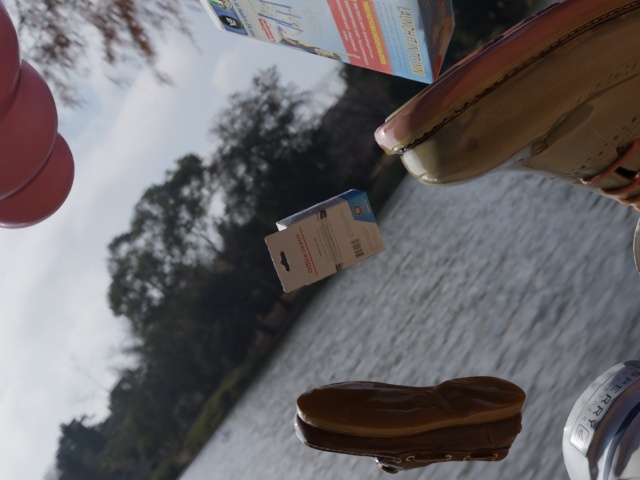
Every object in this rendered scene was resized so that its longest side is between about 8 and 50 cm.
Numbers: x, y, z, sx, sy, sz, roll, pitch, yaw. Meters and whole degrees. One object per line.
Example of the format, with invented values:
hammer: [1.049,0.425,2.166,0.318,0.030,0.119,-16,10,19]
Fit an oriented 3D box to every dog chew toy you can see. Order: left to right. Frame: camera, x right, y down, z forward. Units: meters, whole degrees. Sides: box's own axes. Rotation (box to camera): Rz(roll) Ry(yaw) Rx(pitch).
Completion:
dog chew toy: [-0.368,-0.129,1.038,0.206,0.206,0.332,-53,-35,-17]

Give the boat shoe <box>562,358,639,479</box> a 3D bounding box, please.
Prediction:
boat shoe: [0.165,0.138,0.384,0.083,0.226,0.076,-46,32,-4]

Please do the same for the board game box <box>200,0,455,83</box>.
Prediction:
board game box: [-0.011,-0.309,1.147,0.308,0.302,0.086,54,-126,-72]

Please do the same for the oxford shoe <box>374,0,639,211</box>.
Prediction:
oxford shoe: [0.207,-0.081,0.642,0.397,0.146,0.140,-19,-7,-35]

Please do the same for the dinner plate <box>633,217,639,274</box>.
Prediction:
dinner plate: [0.348,-0.002,0.895,0.141,0.141,0.017,-54,19,17]

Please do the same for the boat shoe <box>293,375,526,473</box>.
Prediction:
boat shoe: [0.074,0.158,0.825,0.073,0.207,0.073,-127,44,-58]

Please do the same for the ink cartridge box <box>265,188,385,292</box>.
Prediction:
ink cartridge box: [0.000,0.000,0.749,0.083,0.048,0.028,-24,16,-14]
